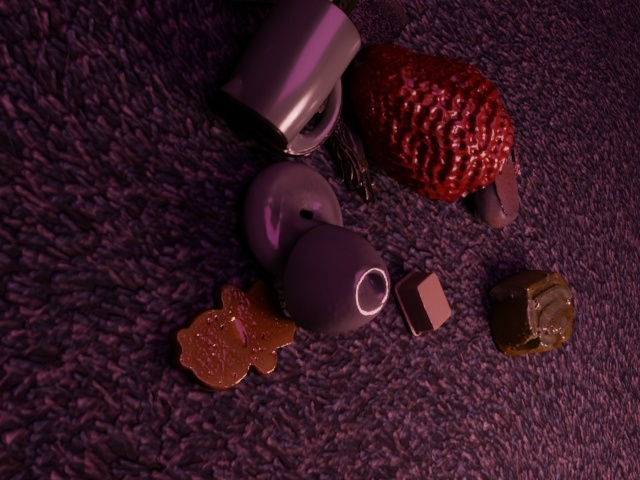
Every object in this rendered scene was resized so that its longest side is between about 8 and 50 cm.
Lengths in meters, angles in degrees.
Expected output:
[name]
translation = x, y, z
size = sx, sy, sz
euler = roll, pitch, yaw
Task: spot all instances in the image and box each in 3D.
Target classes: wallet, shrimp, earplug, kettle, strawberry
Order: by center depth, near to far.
[earplug]
translation = -0.007, 0.008, 1.232
size = 0.214, 0.175, 0.326
euler = -3, 55, -43
[kettle]
translation = -0.042, -0.263, 1.235
size = 0.221, 0.161, 0.236
euler = 41, 75, -40
[shrimp]
translation = 0.014, -0.191, 1.375
size = 0.169, 0.058, 0.296
euler = -25, 96, -36
[strawberry]
translation = 0.189, -0.250, 1.412
size = 0.351, 0.267, 0.312
euler = 28, 26, -32
[wallet]
translation = 0.059, -0.458, 1.458
size = 0.221, 0.071, 0.262
euler = 49, 59, -26

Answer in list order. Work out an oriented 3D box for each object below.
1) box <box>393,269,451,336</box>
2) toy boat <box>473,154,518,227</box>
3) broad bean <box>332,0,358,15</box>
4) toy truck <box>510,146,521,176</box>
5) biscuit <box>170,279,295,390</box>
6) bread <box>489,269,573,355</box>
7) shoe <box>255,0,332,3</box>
[box]
translation = 0.211, 0.126, 1.490
size = 0.089, 0.062, 0.122
euler = -34, 105, -42
[toy boat]
translation = 0.401, -0.132, 1.724
size = 0.155, 0.085, 0.228
euler = 33, 49, -44
[broad bean]
translation = 0.005, -0.403, 1.360
size = 0.060, 0.043, 0.298
euler = 40, 67, -21
[toy truck]
translation = 0.487, -0.195, 1.840
size = 0.032, 0.024, 0.083
euler = -3, 82, -21
[biscuit]
translation = -0.139, 0.156, 1.170
size = 0.225, 0.036, 0.166
euler = -35, 100, -41
[bread]
translation = 0.512, 0.160, 1.728
size = 0.257, 0.124, 0.186
euler = -29, 102, -44
[shoe]
translation = -0.108, -0.449, 1.270
size = 0.265, 0.095, 0.110
euler = 27, 77, -22
